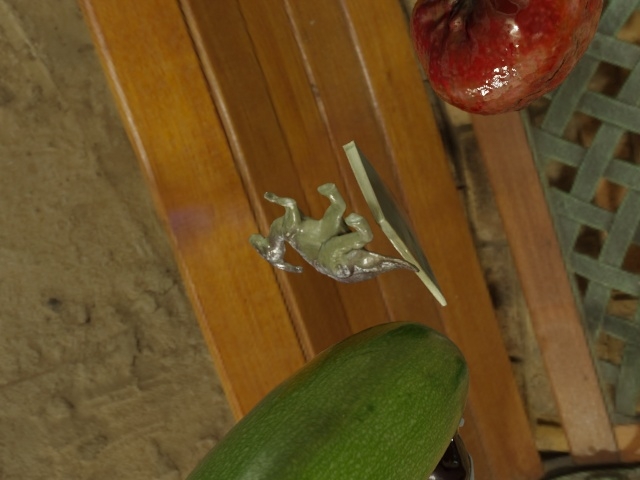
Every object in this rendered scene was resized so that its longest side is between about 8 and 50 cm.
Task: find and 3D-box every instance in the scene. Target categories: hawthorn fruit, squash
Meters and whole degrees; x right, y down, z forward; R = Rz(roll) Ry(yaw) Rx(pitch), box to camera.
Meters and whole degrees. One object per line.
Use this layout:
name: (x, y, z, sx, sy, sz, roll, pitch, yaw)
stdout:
hawthorn fruit: (0.240, -0.272, 0.924, 0.266, 0.210, 0.230, -13, 133, -52)
squash: (-0.026, 0.153, 0.389, 0.395, 0.107, 0.107, -40, 111, -43)

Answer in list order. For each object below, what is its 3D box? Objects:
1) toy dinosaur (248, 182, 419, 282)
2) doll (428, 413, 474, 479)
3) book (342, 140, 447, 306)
toy dinosaur: (0.003, -0.005, 1.141, 0.077, 0.294, 0.162, -45, 133, -30)
doll: (0.199, 0.351, 1.252, 0.145, 0.103, 0.316, 13, 78, -66)
book: (0.127, -0.036, 1.279, 0.215, 0.025, 0.282, 50, 13, -29)
